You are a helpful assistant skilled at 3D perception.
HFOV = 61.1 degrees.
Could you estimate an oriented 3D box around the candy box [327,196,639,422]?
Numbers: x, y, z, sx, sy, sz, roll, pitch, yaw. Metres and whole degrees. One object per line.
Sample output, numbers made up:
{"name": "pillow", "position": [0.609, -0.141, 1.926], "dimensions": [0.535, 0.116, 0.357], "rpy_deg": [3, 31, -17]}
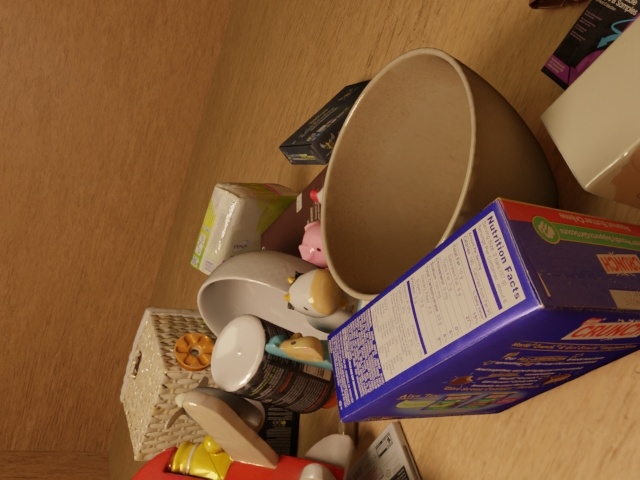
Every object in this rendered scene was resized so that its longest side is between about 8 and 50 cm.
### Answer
{"name": "candy box", "position": [0.200, 0.100, 0.615], "dimensions": [0.317, 0.268, 0.122], "rpy_deg": [-46, 45, 45]}

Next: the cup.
{"name": "cup", "position": [0.182, -0.064, 0.754], "dimensions": [0.331, 0.237, 0.331], "rpy_deg": [-36, 49, 54]}

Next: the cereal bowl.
{"name": "cereal bowl", "position": [-0.066, 0.137, 1.094], "dimensions": [0.339, 0.339, 0.141], "rpy_deg": [-39, 19, 51]}

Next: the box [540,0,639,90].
{"name": "box", "position": [0.372, -0.262, 0.699], "dimensions": [0.162, 0.029, 0.116], "rpy_deg": [-59, 32, 31]}

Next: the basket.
{"name": "basket", "position": [-0.338, 0.393, 1.490], "dimensions": [0.266, 0.331, 0.328], "rpy_deg": [50, 123, 51]}

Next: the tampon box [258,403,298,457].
{"name": "tampon box", "position": [-0.122, 0.442, 1.282], "dimensions": [0.120, 0.102, 0.161], "rpy_deg": [-22, 61, 59]}

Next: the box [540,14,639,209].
{"name": "box", "position": [0.385, -0.173, 0.510], "dimensions": [0.311, 0.148, 0.121], "rpy_deg": [-53, 36, 42]}

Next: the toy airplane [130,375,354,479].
{"name": "toy airplane", "position": [-0.123, 0.401, 0.996], "dimensions": [0.386, 0.385, 0.272], "rpy_deg": [-56, 26, 35]}

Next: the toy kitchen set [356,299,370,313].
{"name": "toy kitchen set", "position": [0.088, 0.129, 0.865], "dimensions": [0.166, 0.207, 0.122], "rpy_deg": [15, 97, 44]}

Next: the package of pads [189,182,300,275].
{"name": "package of pads", "position": [-0.176, -0.035, 1.395], "dimensions": [0.101, 0.296, 0.229], "rpy_deg": [29, 109, 25]}

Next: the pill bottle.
{"name": "pill bottle", "position": [-0.059, 0.226, 0.946], "dimensions": [0.130, 0.246, 0.130], "rpy_deg": [-24, 51, 33]}

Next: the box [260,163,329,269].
{"name": "box", "position": [0.000, 0.000, 1.195], "dimensions": [0.381, 0.143, 0.191], "rpy_deg": [-43, 43, 51]}

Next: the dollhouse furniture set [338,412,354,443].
{"name": "dollhouse furniture set", "position": [0.024, 0.350, 1.076], "dimensions": [0.081, 0.091, 0.114], "rpy_deg": [131, 141, -69]}

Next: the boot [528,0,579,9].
{"name": "boot", "position": [0.365, -0.399, 0.727], "dimensions": [0.197, 0.073, 0.152], "rpy_deg": [-143, 68, -74]}

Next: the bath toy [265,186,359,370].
{"name": "bath toy", "position": [0.015, 0.032, 0.892], "dimensions": [0.151, 0.129, 0.348], "rpy_deg": [87, -164, -61]}

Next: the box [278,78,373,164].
{"name": "box", "position": [0.035, -0.259, 1.190], "dimensions": [0.233, 0.059, 0.183], "rpy_deg": [-44, 22, -13]}

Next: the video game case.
{"name": "video game case", "position": [0.109, 0.438, 0.925], "dimensions": [0.190, 0.022, 0.173], "rpy_deg": [-60, 31, 30]}

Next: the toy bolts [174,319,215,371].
{"name": "toy bolts", "position": [-0.213, 0.229, 1.298], "dimensions": [0.228, 0.218, 0.158], "rpy_deg": [37, 132, 14]}
